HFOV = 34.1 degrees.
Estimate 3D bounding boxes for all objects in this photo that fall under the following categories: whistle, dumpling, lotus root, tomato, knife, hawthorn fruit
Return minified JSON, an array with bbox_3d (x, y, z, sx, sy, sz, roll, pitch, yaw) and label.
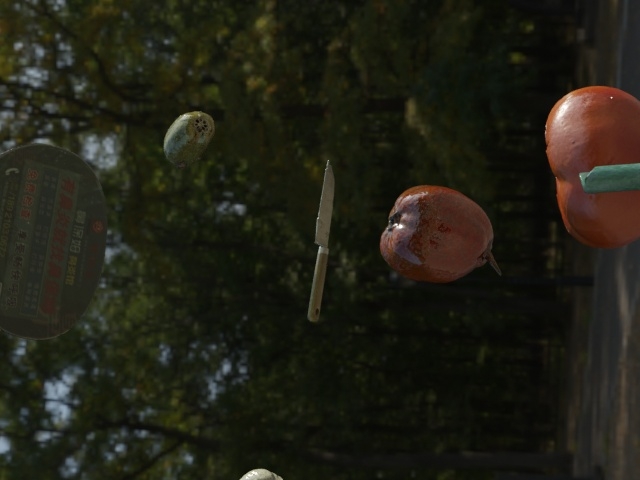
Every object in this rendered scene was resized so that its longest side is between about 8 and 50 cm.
[{"bbox_3d":[0.436,-0.085,1.364,0.039,0.186,0.039,-3,-90,-84],"label":"whistle"},{"bbox_3d":[-0.101,0.404,1.720,0.059,0.077,0.043,-114,40,-73],"label":"dumpling"},{"bbox_3d":[-0.274,-0.205,2.134,0.183,0.090,0.077,134,130,-60],"label":"lotus root"},{"bbox_3d":[0.455,-0.119,1.656,0.260,0.179,0.260,-16,-90,-76],"label":"tomato"},{"bbox_3d":[0.002,0.000,1.897,0.047,0.017,0.298,18,-102,-48],"label":"knife"},{"bbox_3d":[0.264,0.001,2.194,0.210,0.262,0.211,-156,90,-84],"label":"hawthorn fruit"}]

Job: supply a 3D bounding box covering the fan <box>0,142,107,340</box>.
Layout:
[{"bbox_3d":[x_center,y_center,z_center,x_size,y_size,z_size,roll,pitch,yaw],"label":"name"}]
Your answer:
[{"bbox_3d":[-0.355,0.015,1.171,0.294,0.012,0.223,-24,-74,-43],"label":"fan"}]
